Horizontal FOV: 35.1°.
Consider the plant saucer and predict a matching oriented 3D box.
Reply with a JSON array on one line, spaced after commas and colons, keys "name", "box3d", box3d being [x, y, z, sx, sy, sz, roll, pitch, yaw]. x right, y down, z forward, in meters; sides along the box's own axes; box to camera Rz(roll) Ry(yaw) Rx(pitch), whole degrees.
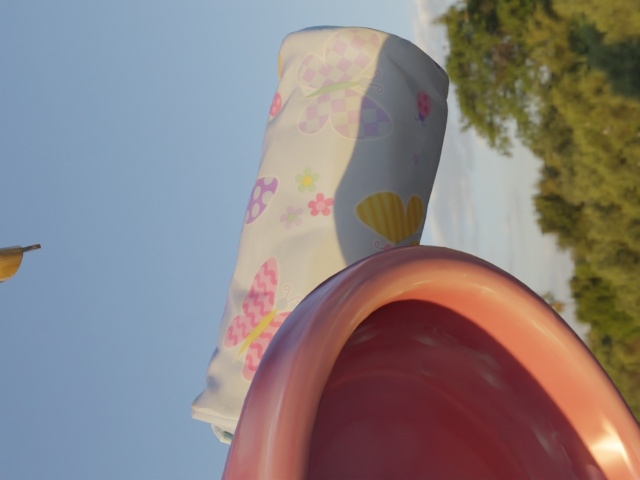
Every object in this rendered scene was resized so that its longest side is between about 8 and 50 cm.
[{"name": "plant saucer", "box3d": [0.070, 0.168, 0.442, 0.332, 0.084, 0.332, 31, -135, -36]}]

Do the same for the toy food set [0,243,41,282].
[{"name": "toy food set", "box3d": [-0.213, 0.020, 0.571, 0.122, 0.078, 0.019, -11, -92, -72]}]

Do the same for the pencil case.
[{"name": "pencil case", "box3d": [0.000, 0.000, 0.642, 0.113, 0.124, 0.273, 29, -111, -51]}]
